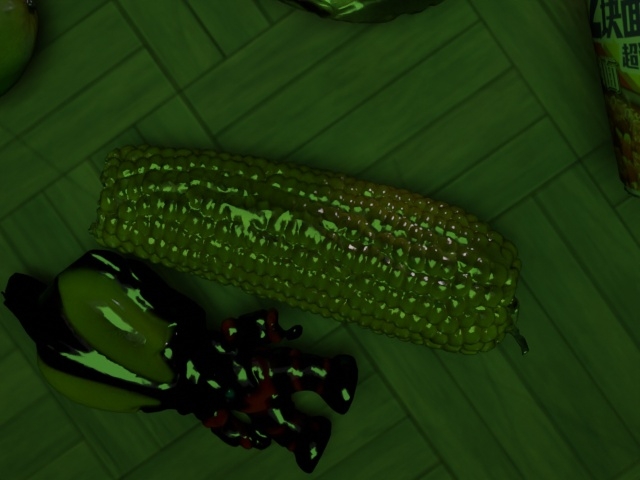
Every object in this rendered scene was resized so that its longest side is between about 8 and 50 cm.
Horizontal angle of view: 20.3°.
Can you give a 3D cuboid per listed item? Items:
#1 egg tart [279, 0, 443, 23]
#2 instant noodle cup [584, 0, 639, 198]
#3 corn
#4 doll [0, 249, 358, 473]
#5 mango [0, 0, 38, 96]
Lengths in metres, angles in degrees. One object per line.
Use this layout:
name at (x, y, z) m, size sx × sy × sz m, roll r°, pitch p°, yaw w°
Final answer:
egg tart at (0.057, -0.284, 1.107) m, size 0.341 × 0.132 × 0.341 m, roll -6°, pitch 118°, yaw -12°
instant noodle cup at (0.265, -0.121, 1.139) m, size 0.213 × 0.213 × 0.174 m, roll -6°, pitch 103°, yaw 3°
corn at (0.000, 0.000, 1.209) m, size 0.310 × 0.101 × 0.101 m, roll 17°, pitch 96°, yaw 5°
doll at (-0.102, 0.079, 1.225) m, size 0.248 × 0.088 × 0.127 m, roll 25°, pitch 97°, yaw -4°
mango at (-0.286, -0.153, 1.207) m, size 0.191 × 0.085 × 0.122 m, roll 13°, pitch 99°, yaw 0°
